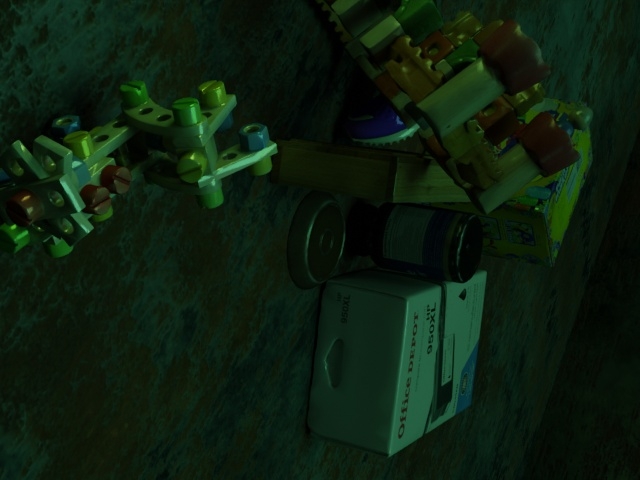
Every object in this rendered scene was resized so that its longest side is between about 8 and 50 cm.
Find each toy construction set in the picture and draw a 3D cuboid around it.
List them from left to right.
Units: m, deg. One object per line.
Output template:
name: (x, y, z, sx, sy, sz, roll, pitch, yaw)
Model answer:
toy construction set: (-0.213, -0.065, 1.027, 0.327, 0.215, 0.151, -32, 127, -55)

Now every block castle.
block castle: (0.173, -0.282, 1.427, 0.213, 0.453, 0.303, -37, 144, 3)

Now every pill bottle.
pill bottle: (0.159, -0.003, 1.751, 0.123, 0.219, 0.123, -30, 125, -55)

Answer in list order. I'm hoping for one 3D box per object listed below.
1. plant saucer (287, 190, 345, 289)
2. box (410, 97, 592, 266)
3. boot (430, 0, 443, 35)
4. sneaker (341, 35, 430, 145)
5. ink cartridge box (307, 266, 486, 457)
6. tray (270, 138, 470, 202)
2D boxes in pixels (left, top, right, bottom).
plant saucer: (0.000, 0.000, 1.659, 0.168, 0.029, 0.168, -29, 123, -57)
box: (0.365, -0.131, 2.034, 0.290, 0.279, 0.177, -63, 149, -30)
boot: (0.196, -0.415, 1.801, 0.223, 0.118, 0.338, -56, 149, -46)
sneaker: (0.158, -0.267, 1.682, 0.293, 0.102, 0.146, -24, 120, -10)
ink cartridge box: (0.152, 0.200, 1.866, 0.395, 0.166, 0.285, -11, 108, -60)
tray: (0.113, -0.111, 1.644, 0.411, 0.203, 0.076, -6, 104, -62)
